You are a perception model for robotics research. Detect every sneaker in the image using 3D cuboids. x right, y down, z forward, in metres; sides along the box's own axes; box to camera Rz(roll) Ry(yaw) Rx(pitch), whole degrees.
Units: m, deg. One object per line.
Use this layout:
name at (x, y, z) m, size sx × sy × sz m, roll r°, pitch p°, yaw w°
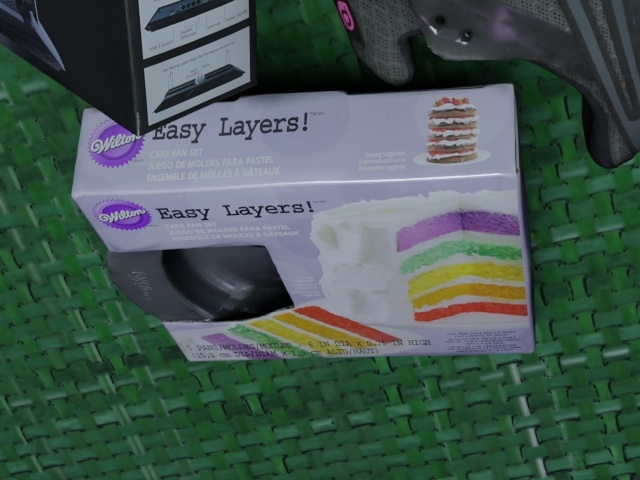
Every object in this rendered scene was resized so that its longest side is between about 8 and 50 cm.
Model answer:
sneaker at (0.040, -0.198, 0.645) m, size 0.483 × 0.185 × 0.202 m, roll 34°, pitch 118°, yaw -9°

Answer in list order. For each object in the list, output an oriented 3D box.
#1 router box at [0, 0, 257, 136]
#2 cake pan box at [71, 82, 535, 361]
router box at (-0.160, -0.226, 0.591) m, size 0.309 × 0.081 × 0.243 m, roll 34°, pitch 139°, yaw 34°
cake pan box at (0.000, 0.000, 0.755) m, size 0.267 × 0.070 × 0.245 m, roll -1°, pitch 149°, yaw 10°
